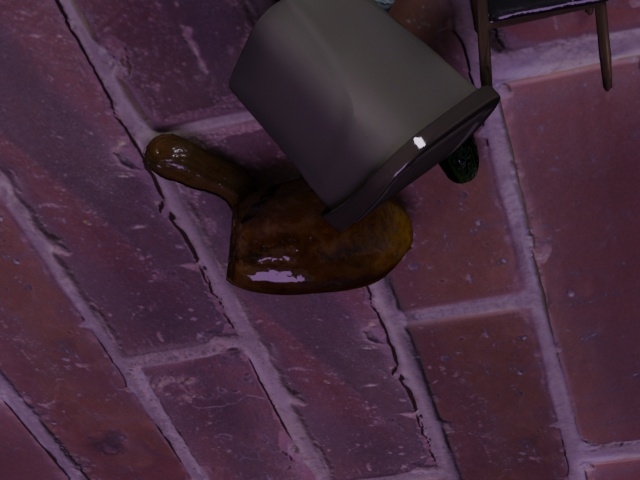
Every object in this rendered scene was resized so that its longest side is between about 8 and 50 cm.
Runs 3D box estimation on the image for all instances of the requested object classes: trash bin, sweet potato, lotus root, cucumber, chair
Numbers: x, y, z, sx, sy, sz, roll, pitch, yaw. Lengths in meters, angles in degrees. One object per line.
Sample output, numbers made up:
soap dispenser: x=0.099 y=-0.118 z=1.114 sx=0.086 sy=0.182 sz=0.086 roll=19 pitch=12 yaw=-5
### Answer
trash bin: x=0.040 y=-0.170 z=1.372 sx=0.250 sy=0.220 sz=0.219 roll=47 pitch=141 yaw=9
sweet potato: x=-0.158 y=-0.090 z=1.682 sx=0.233 sy=0.062 sz=0.081 roll=32 pitch=143 yaw=-33
lotus root: x=-0.002 y=-0.009 z=1.681 sx=0.291 sy=0.193 sz=0.193 roll=-4 pitch=140 yaw=-19
cucumber: x=0.166 y=-0.166 z=1.574 sx=0.074 sy=0.074 sz=0.241 roll=-18 pitch=135 yaw=20
chair: x=0.248 y=-0.312 z=1.335 sx=0.166 sy=0.188 sz=0.272 roll=-10 pitch=139 yaw=12

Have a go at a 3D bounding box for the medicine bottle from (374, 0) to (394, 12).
medicine bottle: x=0.034 y=-0.257 z=1.496 sx=0.051 sy=0.051 sz=0.191 roll=18 pitch=135 yaw=-16
